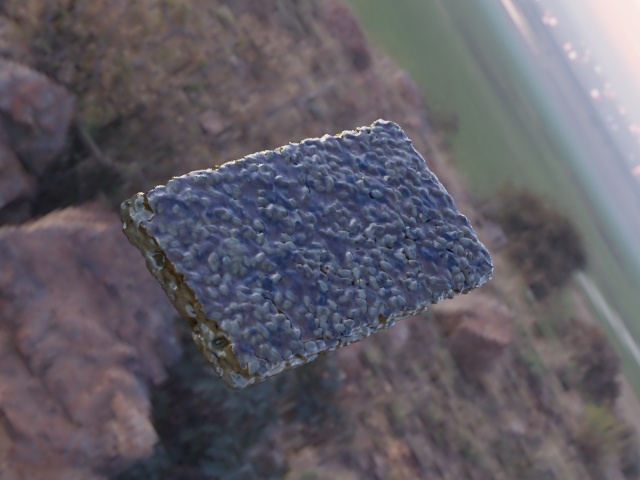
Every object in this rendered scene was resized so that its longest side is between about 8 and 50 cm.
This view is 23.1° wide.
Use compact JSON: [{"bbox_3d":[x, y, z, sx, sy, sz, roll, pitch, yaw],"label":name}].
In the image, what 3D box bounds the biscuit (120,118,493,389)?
[{"bbox_3d":[0.000,0.000,0.908,0.231,0.025,0.131,-21,70,-44],"label":"biscuit"}]
